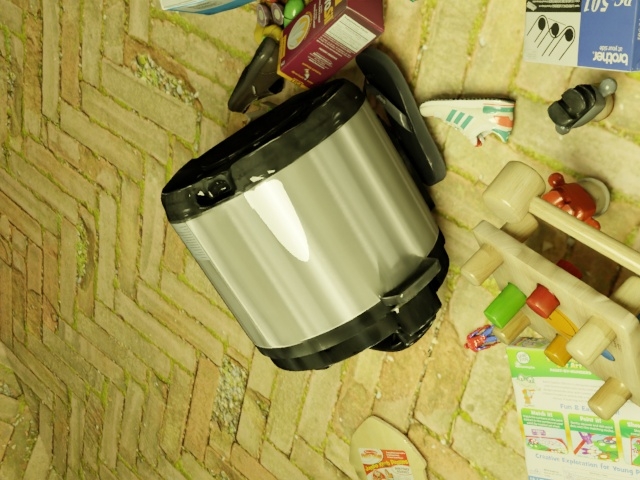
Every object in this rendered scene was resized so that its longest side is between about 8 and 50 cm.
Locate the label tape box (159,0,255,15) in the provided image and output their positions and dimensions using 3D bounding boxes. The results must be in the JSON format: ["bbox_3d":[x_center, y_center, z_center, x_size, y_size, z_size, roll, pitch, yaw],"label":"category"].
[{"bbox_3d":[-0.215,-0.543,1.138,0.115,0.249,0.348,-15,103,12],"label":"label tape box"}]

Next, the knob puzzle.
[{"bbox_3d":[0.136,0.438,1.446,0.213,0.030,0.213,16,116,36],"label":"knob puzzle"}]

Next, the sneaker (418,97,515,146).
[{"bbox_3d":[0.224,-0.184,1.127,0.161,0.057,0.076,7,104,36],"label":"sneaker"}]

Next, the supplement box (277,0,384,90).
[{"bbox_3d":[0.015,-0.346,1.202,0.188,0.080,0.104,-33,45,42],"label":"supplement box"}]

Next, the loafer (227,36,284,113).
[{"bbox_3d":[-0.110,-0.288,1.344,0.078,0.080,0.220,27,157,-14],"label":"loafer"}]

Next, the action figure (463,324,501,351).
[{"bbox_3d":[0.282,0.163,1.223,0.115,0.030,0.038,-37,75,47],"label":"action figure"}]

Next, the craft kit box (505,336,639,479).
[{"bbox_3d":[0.429,0.277,1.124,0.249,0.061,0.247,-2,106,41],"label":"craft kit box"}]

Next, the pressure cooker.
[{"bbox_3d":[-0.005,0.004,1.161,0.375,0.370,0.421,-27,106,17],"label":"pressure cooker"}]

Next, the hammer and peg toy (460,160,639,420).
[{"bbox_3d":[0.312,0.077,0.946,0.266,0.127,0.361,40,171,41],"label":"hammer and peg toy"}]

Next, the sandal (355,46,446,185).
[{"bbox_3d":[0.122,-0.202,1.180,0.255,0.054,0.097,61,168,5],"label":"sandal"}]

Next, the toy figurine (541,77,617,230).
[{"bbox_3d":[0.407,-0.107,0.949,0.213,0.148,0.210,9,105,41],"label":"toy figurine"}]

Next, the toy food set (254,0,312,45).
[{"bbox_3d":[-0.075,-0.431,1.283,0.128,0.071,0.218,31,123,28],"label":"toy food set"}]

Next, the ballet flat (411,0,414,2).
[{"bbox_3d":[0.105,-0.436,1.152,0.168,0.057,0.052,38,99,20],"label":"ballet flat"}]

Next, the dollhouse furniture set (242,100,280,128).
[{"bbox_3d":[-0.109,-0.213,1.336,0.058,0.151,0.076,27,122,29],"label":"dollhouse furniture set"}]

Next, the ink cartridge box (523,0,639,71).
[{"bbox_3d":[0.345,-0.276,0.937,0.207,0.046,0.097,-143,47,-62],"label":"ink cartridge box"}]
